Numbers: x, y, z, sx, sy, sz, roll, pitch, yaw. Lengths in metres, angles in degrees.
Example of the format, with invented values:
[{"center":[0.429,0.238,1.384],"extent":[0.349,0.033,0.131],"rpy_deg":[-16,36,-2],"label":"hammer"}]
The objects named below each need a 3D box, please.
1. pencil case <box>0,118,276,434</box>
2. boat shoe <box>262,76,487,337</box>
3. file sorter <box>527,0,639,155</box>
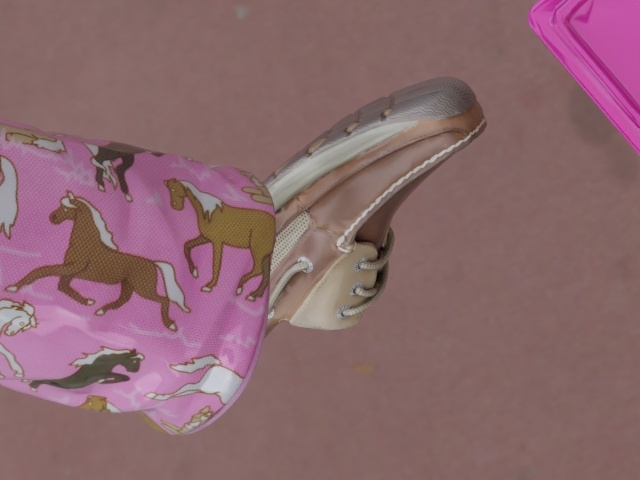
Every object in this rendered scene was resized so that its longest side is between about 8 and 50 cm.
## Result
[{"center":[-0.211,0.004,0.961],"extent":[0.167,0.386,0.160],"rpy_deg":[12,91,64],"label":"pencil case"},{"center":[0.000,0.000,1.264],"extent":[0.324,0.123,0.116],"rpy_deg":[-35,94,38],"label":"boat shoe"},{"center":[0.249,-0.023,0.536],"extent":[0.202,0.182,0.290],"rpy_deg":[-42,80,21],"label":"file sorter"}]
